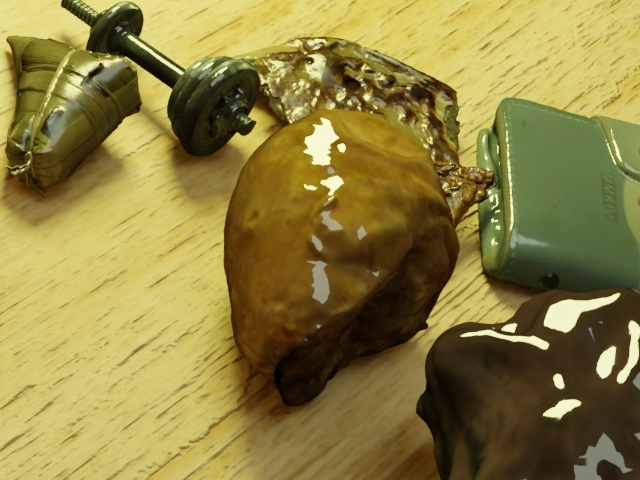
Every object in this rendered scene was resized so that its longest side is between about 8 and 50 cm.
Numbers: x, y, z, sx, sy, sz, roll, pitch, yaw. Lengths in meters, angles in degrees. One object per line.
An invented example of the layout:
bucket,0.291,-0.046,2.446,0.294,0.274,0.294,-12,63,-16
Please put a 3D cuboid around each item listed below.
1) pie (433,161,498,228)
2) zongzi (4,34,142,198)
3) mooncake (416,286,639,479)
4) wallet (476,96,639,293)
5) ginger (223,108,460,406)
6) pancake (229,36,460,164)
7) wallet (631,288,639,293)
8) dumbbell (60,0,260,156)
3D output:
pie,0.102,-0.026,2.005,0.088,0.033,0.191,40,57,0
zongzi,-0.294,-0.126,1.921,0.178,0.081,0.189,22,52,27
mooncake,0.232,0.215,1.637,0.350,0.212,0.381,-6,46,0
wallet,0.342,-0.027,2.111,0.360,0.083,0.252,13,49,-16
ginger,0.001,-0.002,1.826,0.269,0.200,0.223,-23,62,-40
pancake,0.045,-0.138,2.094,0.212,0.056,0.257,-29,72,-35
wallet,0.303,0.121,1.964,0.118,0.039,0.153,-5,59,-27
dumbbell,-0.169,-0.181,2.001,0.254,0.110,0.110,36,43,19
